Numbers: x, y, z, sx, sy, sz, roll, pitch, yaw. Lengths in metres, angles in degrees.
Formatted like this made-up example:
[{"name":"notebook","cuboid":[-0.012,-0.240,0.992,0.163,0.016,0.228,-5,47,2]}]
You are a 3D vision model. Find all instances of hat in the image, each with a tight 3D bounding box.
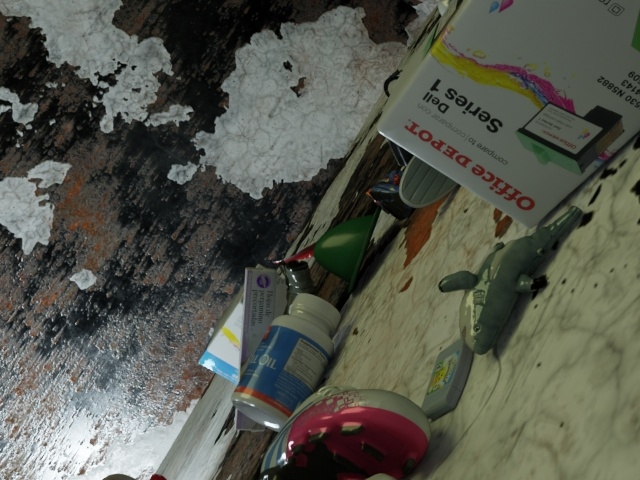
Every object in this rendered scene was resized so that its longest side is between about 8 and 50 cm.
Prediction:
[{"name":"hat","cuboid":[0.000,0.000,1.429,0.173,0.183,0.208,-53,-18,-73]}]

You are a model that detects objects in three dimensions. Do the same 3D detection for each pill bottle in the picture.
[{"name":"pill bottle","cuboid":[-0.051,0.207,1.265,0.221,0.124,0.124,-62,7,-27]}]

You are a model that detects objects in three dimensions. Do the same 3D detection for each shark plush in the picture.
[{"name":"shark plush","cuboid":[0.192,0.037,0.694,0.161,0.073,0.067,-38,27,0]}]

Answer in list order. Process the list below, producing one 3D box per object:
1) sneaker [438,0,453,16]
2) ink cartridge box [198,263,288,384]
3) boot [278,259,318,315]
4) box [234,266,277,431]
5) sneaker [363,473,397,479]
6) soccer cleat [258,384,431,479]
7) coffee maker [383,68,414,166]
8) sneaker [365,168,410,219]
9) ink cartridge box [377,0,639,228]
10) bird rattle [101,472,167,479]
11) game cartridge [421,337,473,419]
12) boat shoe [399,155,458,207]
[{"name":"sneaker","cuboid":[0.286,-0.342,0.907,0.366,0.210,0.137,-61,7,-24]},{"name":"ink cartridge box","cuboid":[-0.155,0.217,1.795,0.233,0.168,0.171,-54,8,31]},{"name":"boot","cuboid":[-0.046,0.114,1.469,0.083,0.161,0.246,-16,-1,-18]},{"name":"box","cuboid":[-0.131,0.217,1.474,0.067,0.063,0.324,-175,89,-81]},{"name":"sneaker","cuboid":[-0.016,0.318,0.686,0.305,0.114,0.152,-47,-2,40]},{"name":"soccer cleat","cuboid":[0.020,0.201,0.796,0.331,0.116,0.143,-50,11,52]},{"name":"coffee maker","cuboid":[0.168,-0.204,1.322,0.120,0.171,0.178,-48,10,19]},{"name":"sneaker","cuboid":[0.146,-0.102,1.441,0.087,0.083,0.221,-50,10,2]},{"name":"ink cartridge box","cuboid":[0.213,-0.171,0.700,0.278,0.201,0.117,-52,9,43]},{"name":"bird rattle","cuboid":[-0.331,0.510,1.361,0.143,0.207,0.253,-37,22,16]},{"name":"game cartridge","cuboid":[0.129,0.136,0.734,0.056,0.017,0.083,-44,15,50]},{"name":"boat shoe","cuboid":[0.208,-0.135,1.191,0.226,0.083,0.076,-48,-7,-12]}]
